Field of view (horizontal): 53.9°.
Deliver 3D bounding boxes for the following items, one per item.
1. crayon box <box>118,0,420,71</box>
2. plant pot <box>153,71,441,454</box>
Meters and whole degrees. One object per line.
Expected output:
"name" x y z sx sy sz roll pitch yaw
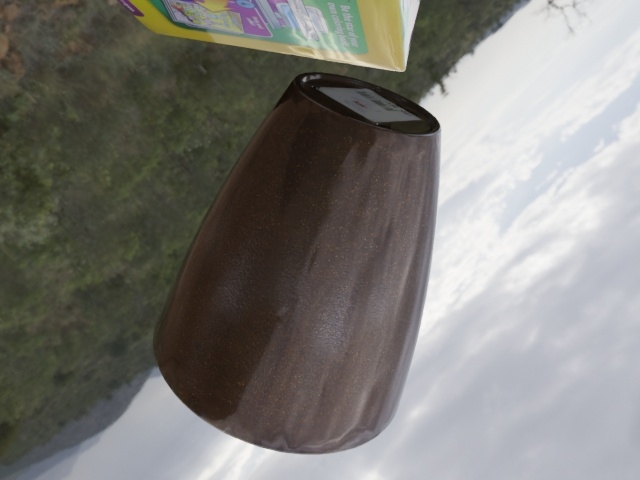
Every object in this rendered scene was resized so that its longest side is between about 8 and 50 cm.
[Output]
"crayon box" -0.072 -0.280 0.558 0.363 0.313 0.106 26 75 -80
"plant pot" 0.000 0.000 0.484 0.215 0.215 0.230 -52 163 -62
